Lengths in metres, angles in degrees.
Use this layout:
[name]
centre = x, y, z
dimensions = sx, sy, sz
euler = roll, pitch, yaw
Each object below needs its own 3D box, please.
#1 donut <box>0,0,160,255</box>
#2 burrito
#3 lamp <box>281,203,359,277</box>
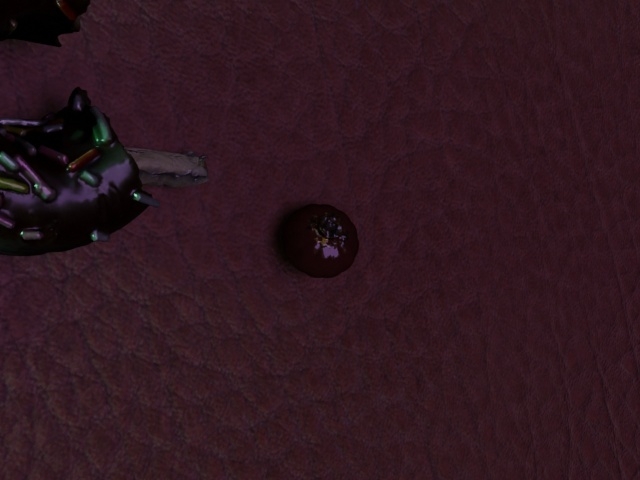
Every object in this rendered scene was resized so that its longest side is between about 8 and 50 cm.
[donut]
centre = -0.307, -0.146, 0.962
dimensions = 0.259, 0.136, 0.345
euler = -14, 102, -34
[burrito]
centre = -0.208, -0.083, 1.152
dimensions = 0.185, 0.041, 0.045
euler = 4, 51, -39
[lamp]
centre = 0.000, 0.000, 1.298
dimensions = 0.101, 0.090, 0.101
euler = 9, 58, -15
